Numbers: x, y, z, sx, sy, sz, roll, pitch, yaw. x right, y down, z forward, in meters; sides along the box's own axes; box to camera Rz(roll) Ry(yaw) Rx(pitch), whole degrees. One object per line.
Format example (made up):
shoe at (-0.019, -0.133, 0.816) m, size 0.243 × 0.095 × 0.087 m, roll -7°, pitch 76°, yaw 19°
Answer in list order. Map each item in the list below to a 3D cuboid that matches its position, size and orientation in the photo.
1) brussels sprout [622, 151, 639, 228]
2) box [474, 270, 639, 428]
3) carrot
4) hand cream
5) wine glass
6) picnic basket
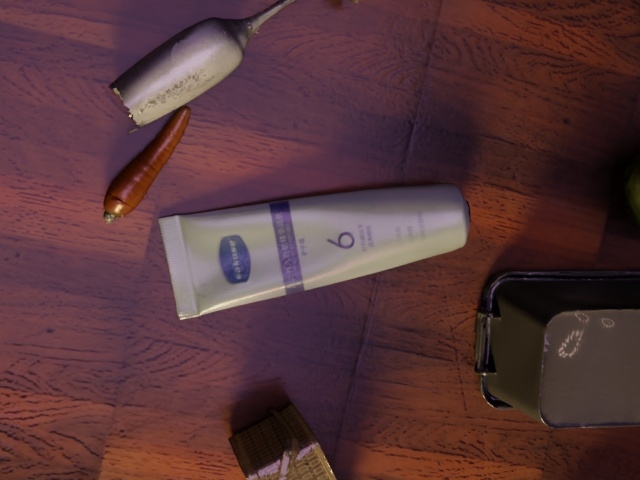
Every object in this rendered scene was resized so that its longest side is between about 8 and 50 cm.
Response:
brussels sprout at (0.407, -0.061, 0.998) m, size 0.183 × 0.145 × 0.131 m, roll -24°, pitch 75°, yaw -49°
box at (0.303, 0.121, 1.000) m, size 0.244 × 0.135 × 0.163 m, roll 1°, pitch 98°, yaw -13°
carrot at (-0.173, -0.075, 0.919) m, size 0.035 × 0.035 × 0.142 m, roll 37°, pitch 86°, yaw -15°
hand cream at (0.000, 0.000, 0.968) m, size 0.321 × 0.067 × 0.109 m, roll -10°, pitch 101°, yaw -3°
wine glass at (-0.090, -0.195, 0.904) m, size 0.262 × 0.074 × 0.074 m, roll -33°, pitch 103°, yaw -4°
picnic basket at (-0.023, 0.263, 0.957) m, size 0.080 × 0.115 × 0.164 m, roll -27°, pitch 103°, yaw -10°
